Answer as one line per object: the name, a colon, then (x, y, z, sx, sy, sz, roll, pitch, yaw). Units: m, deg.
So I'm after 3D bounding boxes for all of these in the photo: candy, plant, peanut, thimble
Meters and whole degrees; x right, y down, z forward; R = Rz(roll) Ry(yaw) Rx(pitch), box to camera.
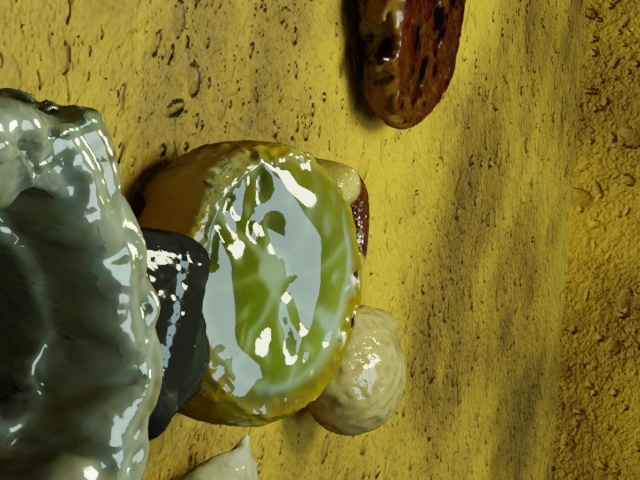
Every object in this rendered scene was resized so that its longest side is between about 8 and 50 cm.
candy: (-0.069, 0.037, 1.401, 0.260, 0.118, 0.260, -3, 94, -49)
plant: (-0.165, 0.061, 1.170, 0.256, 0.142, 0.164, 41, 57, -62)
peanut: (0.040, 0.143, 1.796, 0.140, 0.109, 0.159, 73, 33, -49)
thimble: (-0.231, 0.050, 0.861, 0.291, 0.195, 0.291, -14, 106, -60)

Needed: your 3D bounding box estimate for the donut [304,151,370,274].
donut: (0.000, 0.000, 1.698, 0.166, 0.073, 0.184, 46, 52, -61)

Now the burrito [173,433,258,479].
burrito: (-0.146, 0.287, 1.390, 0.392, 0.076, 0.117, -36, 131, -64)

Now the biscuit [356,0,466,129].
biscuit: (0.110, -0.299, 1.881, 0.289, 0.081, 0.334, 8, 93, -71)
